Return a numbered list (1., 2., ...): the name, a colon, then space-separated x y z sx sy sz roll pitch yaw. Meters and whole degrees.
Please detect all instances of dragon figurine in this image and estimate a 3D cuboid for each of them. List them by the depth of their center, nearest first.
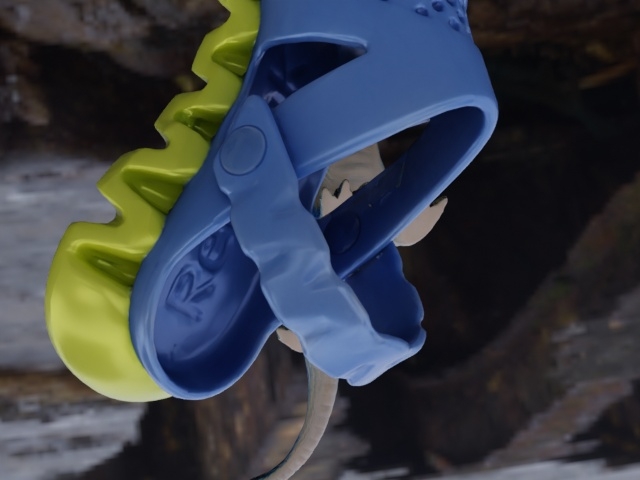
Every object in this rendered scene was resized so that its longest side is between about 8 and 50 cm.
1. dragon figurine: 0.000 0.000 0.920 0.085 0.289 0.144 2 -154 -19

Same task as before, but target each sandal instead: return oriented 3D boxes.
1. sandal: 0.018 -0.067 0.627 0.138 0.317 0.126 20 177 37
